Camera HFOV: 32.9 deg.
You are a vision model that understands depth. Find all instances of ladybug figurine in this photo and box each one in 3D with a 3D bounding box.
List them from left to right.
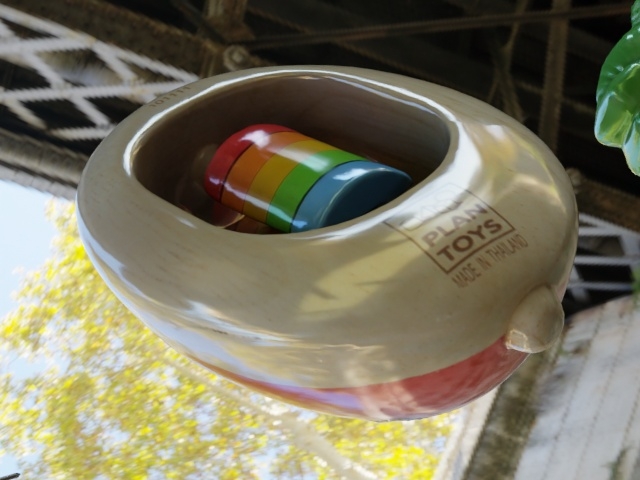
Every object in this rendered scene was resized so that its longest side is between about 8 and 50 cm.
[{"bbox_3d":[0.000,0.000,0.796,0.305,0.449,0.162,-30,-55,-23],"label":"ladybug figurine"}]

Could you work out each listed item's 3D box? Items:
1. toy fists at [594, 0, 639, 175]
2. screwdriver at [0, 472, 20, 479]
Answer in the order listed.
[{"bbox_3d":[0.339,-0.098,0.771,0.279,0.096,0.142,9,-104,17],"label":"toy fists"},{"bbox_3d":[-0.271,0.182,0.759,0.170,0.025,0.024,1,-105,-69],"label":"screwdriver"}]
